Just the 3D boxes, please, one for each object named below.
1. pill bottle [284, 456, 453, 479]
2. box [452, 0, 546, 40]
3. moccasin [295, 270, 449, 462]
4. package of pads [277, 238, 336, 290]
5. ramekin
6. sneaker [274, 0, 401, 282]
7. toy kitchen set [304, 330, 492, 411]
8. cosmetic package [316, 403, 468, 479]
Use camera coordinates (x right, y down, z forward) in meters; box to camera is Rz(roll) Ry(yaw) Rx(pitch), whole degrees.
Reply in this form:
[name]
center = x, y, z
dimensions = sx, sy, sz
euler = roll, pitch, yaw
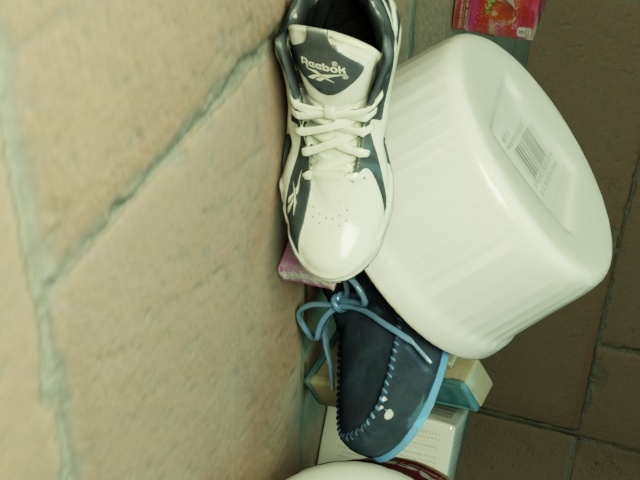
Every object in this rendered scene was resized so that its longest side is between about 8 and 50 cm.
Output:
[pill bottle]
center = 0.039, 0.311, 0.947
dimensions = 0.392, 0.224, 0.224
euler = 43, 60, -75
[box]
center = 0.268, -0.428, 1.470
dimensions = 0.128, 0.122, 0.257
euler = -61, 158, -50
[moccasin]
center = 0.043, 0.047, 0.977
dimensions = 0.138, 0.117, 0.342
euler = -40, -153, 34
[package of pads]
center = 0.000, 0.000, 0.894
dimensions = 0.032, 0.050, 0.083
euler = 79, 27, -58
[ramekin]
center = 0.139, -0.047, 0.924
dimensions = 0.277, 0.135, 0.277
euler = 36, 38, -35
[sneaker]
center = 0.008, -0.093, 0.758
dimensions = 0.153, 0.094, 0.235
euler = 35, 68, -74
[toy kitchen set]
center = 0.070, 0.151, 1.148
dimensions = 0.166, 0.122, 0.207
euler = -56, 132, -28
[cosmetic package]
center = 0.081, 0.280, 1.247
dimensions = 0.151, 0.151, 0.183
euler = 3, 98, -76
